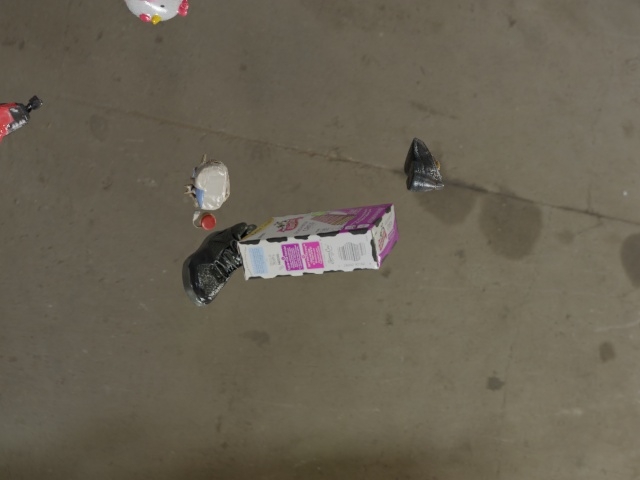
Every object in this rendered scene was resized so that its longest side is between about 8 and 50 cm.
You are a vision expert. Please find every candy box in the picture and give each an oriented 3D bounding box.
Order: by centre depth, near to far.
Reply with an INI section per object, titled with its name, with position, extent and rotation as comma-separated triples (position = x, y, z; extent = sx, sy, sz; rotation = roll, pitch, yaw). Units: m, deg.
[candy box]
position = 0.000, 0.000, 1.177
extent = 0.159, 0.233, 0.071
rotation = -45, 125, -65

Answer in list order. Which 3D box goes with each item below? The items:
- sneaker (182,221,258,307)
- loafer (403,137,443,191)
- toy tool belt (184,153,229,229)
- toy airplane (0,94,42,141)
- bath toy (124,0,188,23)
[sneaker]
position = -0.177, 0.033, 1.321
extent = 0.087, 0.130, 0.227
rotation = 57, 24, -17
[loafer]
position = 0.195, -0.140, 1.330
extent = 0.061, 0.062, 0.170
rotation = 12, 37, -4
[toy tool belt]
position = -0.140, -0.060, 0.859
extent = 0.052, 0.051, 0.083
rotation = -1, 113, -29
[toy airplane]
position = -0.210, -0.039, 0.361
extent = 0.151, 0.151, 0.028
rotation = -35, 114, -28
[bath toy]
position = -0.312, -0.483, 1.216
extent = 0.129, 0.348, 0.151
rotation = 31, 79, 5
